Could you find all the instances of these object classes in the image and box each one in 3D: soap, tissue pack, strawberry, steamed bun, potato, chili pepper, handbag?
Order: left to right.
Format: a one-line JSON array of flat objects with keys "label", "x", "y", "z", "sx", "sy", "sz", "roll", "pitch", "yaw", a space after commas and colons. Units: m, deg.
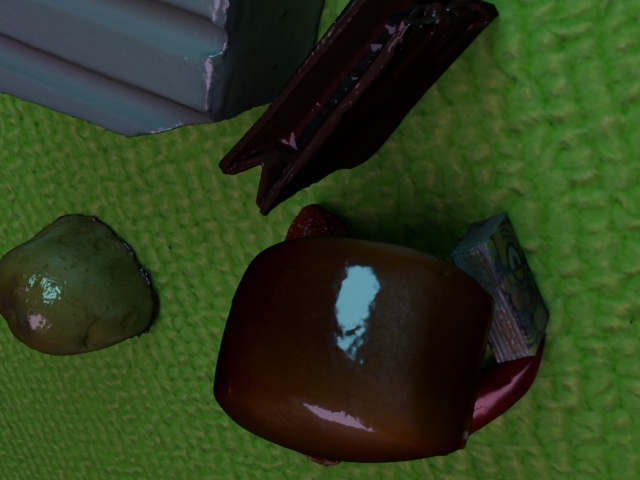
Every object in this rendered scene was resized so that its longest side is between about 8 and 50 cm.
[{"label": "potato", "x": -0.451, "y": 0.091, "z": 1.141, "sx": 0.285, "sy": 0.242, "sz": 0.242, "roll": 44, "pitch": 127, "yaw": 11}, {"label": "soap", "x": -0.226, "y": -0.326, "z": 0.811, "sx": 0.435, "sy": 0.213, "sz": 0.350, "roll": 22, "pitch": 119, "yaw": 22}, {"label": "strawberry", "x": -0.001, "y": 0.000, "z": 0.903, "sx": 0.106, "sy": 0.106, "sz": 0.106, "roll": 13, "pitch": 117, "yaw": 26}, {"label": "steamed bun", "x": 0.006, "y": 0.132, "z": 0.773, "sx": 0.248, "sy": 0.234, "sz": 0.379, "roll": 20, "pitch": 162, "yaw": -12}, {"label": "handbag", "x": 0.042, "y": -0.159, "z": 0.694, "sx": 0.084, "sy": 0.260, "sz": 0.275, "roll": 50, "pitch": 126, "yaw": 5}, {"label": "chili pepper", "x": 0.145, "y": 0.217, "z": 0.923, "sx": 0.369, "sy": 0.092, "sz": 0.136, "roll": -12, "pitch": 78, "yaw": 31}, {"label": "tissue pack", "x": 0.214, "y": 0.055, "z": 0.780, "sx": 0.060, "sy": 0.109, "sz": 0.148, "roll": -19, "pitch": 101, "yaw": 34}]

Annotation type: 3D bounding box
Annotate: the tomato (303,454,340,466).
[{"label": "tomato", "x": -0.009, "y": 0.282, "z": 1.041, "sx": 0.156, "sy": 0.069, "sz": 0.155, "roll": 28, "pitch": 140, "yaw": 27}]
